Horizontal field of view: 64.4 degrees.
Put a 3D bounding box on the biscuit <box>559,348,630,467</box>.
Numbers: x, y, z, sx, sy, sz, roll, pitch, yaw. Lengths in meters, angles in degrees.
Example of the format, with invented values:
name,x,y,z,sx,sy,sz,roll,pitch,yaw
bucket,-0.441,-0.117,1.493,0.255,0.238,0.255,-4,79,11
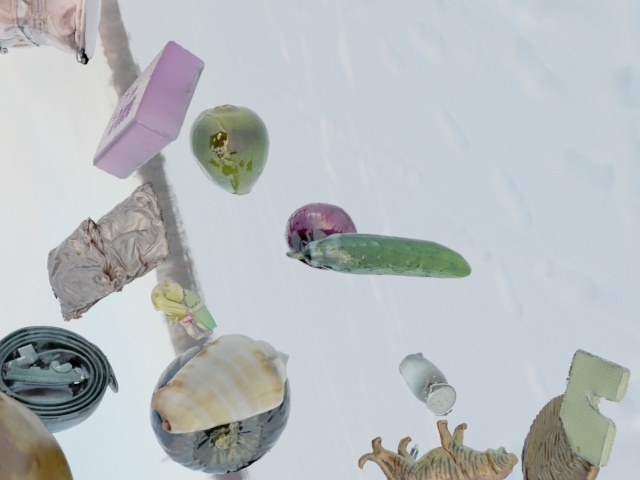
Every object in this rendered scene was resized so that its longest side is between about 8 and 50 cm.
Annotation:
name,x,y,z,sx,sy,sz,roll,pitch,yaw
biscuit,0.667,0.407,1.248,0.147,0.046,0.250,-164,86,-69

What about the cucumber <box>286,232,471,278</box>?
name,x,y,z,sx,sy,sz,roll,pitch,yaw
cucumber,0.080,0.019,0.662,0.056,0.249,0.056,-175,90,-78

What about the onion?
name,x,y,z,sx,sy,sz,roll,pitch,yaw
onion,0.000,0.000,0.748,0.105,0.115,0.115,-76,-11,-46

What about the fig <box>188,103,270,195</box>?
name,x,y,z,sx,sy,sz,roll,pitch,yaw
fig,-0.231,-0.231,1.305,0.207,0.207,0.230,-167,74,-73

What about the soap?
name,x,y,z,sx,sy,sz,roll,pitch,yaw
soap,-0.327,-0.235,0.952,0.259,0.081,0.181,-15,55,51

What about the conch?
name,x,y,z,sx,sy,sz,roll,pitch,yaw
conch,-0.148,0.243,0.876,0.127,0.255,0.158,-31,85,40

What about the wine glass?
name,x,y,z,sx,sy,sz,roll,pitch,yaw
wine glass,0.319,0.425,1.529,0.204,0.111,0.111,-130,28,-66

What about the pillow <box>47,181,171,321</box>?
name,x,y,z,sx,sy,sz,roll,pitch,yaw
pillow,-0.336,0.020,0.784,0.049,0.248,0.135,11,-128,-62

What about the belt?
name,x,y,z,sx,sy,sz,roll,pitch,yaw
belt,-0.560,0.293,1.060,0.116,0.267,0.207,-53,26,40

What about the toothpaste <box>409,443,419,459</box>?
name,x,y,z,sx,sy,sz,roll,pitch,yaw
toothpaste,0.228,0.551,1.274,0.019,0.083,0.027,18,165,25

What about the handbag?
name,x,y,z,sx,sy,sz,roll,pitch,yaw
handbag,-0.330,-0.305,0.611,0.205,0.116,0.180,-145,66,-67

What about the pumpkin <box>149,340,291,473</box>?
name,x,y,z,sx,sy,sz,roll,pitch,yaw
pumpkin,-0.229,0.380,1.181,0.241,0.322,0.324,-112,14,-54

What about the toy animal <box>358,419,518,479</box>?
name,x,y,z,sx,sy,sz,roll,pitch,yaw
toy animal,0.178,0.341,0.790,0.057,0.240,0.099,71,-174,-49

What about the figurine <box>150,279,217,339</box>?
name,x,y,z,sx,sy,sz,roll,pitch,yaw
figurine,-0.277,0.146,1.025,0.188,0.083,0.083,62,176,-40

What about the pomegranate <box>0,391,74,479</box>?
name,x,y,z,sx,sy,sz,roll,pitch,yaw
pomegranate,-0.466,0.336,0.520,0.416,0.416,0.418,165,90,-75

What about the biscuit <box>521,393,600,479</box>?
name,x,y,z,sx,sy,sz,roll,pitch,yaw
biscuit,0.654,0.567,1.390,0.318,0.040,0.318,-155,90,-86
